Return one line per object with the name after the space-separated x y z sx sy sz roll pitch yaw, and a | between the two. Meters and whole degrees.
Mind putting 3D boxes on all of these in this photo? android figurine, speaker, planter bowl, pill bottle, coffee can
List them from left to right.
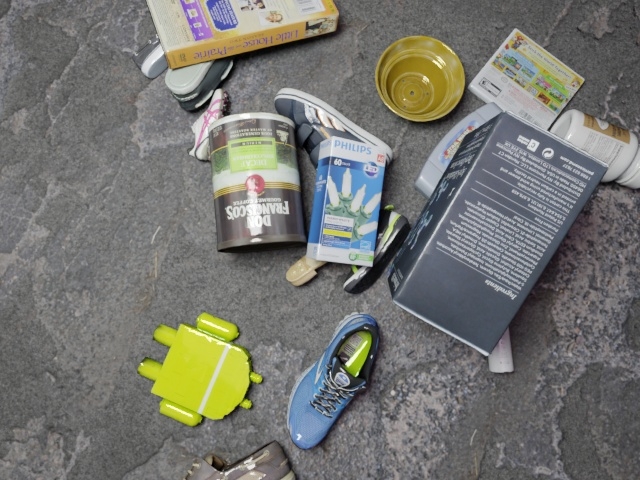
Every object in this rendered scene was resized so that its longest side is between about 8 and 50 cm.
-0.273 0.301 1.018 0.272 0.056 0.248 21 83 1 | android figurine
-0.143 -0.119 0.995 0.201 0.201 0.276 -6 85 -2 | coffee can
0.238 -0.384 1.096 0.217 0.090 0.217 0 82 -1 | planter bowl
0.422 0.240 1.044 0.055 0.055 0.136 -4 83 -2 | speaker
0.680 -0.215 1.067 0.229 0.131 0.131 23 83 1 | pill bottle

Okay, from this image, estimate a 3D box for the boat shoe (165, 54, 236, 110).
-0.271 -0.455 1.092 0.114 0.091 0.303 30 71 14 | boat shoe

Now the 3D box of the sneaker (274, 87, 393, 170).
0.011 -0.237 1.055 0.321 0.126 0.128 31 78 1 | sneaker

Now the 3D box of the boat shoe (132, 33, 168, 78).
-0.379 -0.512 1.107 0.076 0.080 0.228 44 91 2 | boat shoe

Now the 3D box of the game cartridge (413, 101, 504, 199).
0.384 -0.196 1.098 0.198 0.062 0.297 44 84 -1 | game cartridge

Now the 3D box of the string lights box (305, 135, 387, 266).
0.056 -0.081 0.961 0.133 0.076 0.260 7 89 -20 | string lights box

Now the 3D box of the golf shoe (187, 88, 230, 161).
-0.275 -0.288 1.082 0.085 0.067 0.186 12 83 1 | golf shoe

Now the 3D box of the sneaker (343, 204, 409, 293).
0.119 0.020 1.065 0.097 0.084 0.235 35 83 29 | sneaker

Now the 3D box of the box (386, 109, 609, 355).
0.325 -0.021 0.914 0.211 0.293 0.396 29 97 3 | box

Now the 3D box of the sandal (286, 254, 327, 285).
0.003 0.003 1.034 0.240 0.088 0.079 -42 125 -2 | sandal

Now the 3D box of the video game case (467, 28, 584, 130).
0.532 -0.405 1.140 0.227 0.026 0.206 39 84 4 | video game case

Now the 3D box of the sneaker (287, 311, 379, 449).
0.027 0.310 0.979 0.129 0.147 0.330 29 84 2 | sneaker

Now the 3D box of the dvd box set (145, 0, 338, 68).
-0.205 -0.596 1.067 0.420 0.062 0.308 -20 73 -13 | dvd box set

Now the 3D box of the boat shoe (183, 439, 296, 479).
-0.236 0.538 0.967 0.355 0.132 0.130 -14 74 -12 | boat shoe
